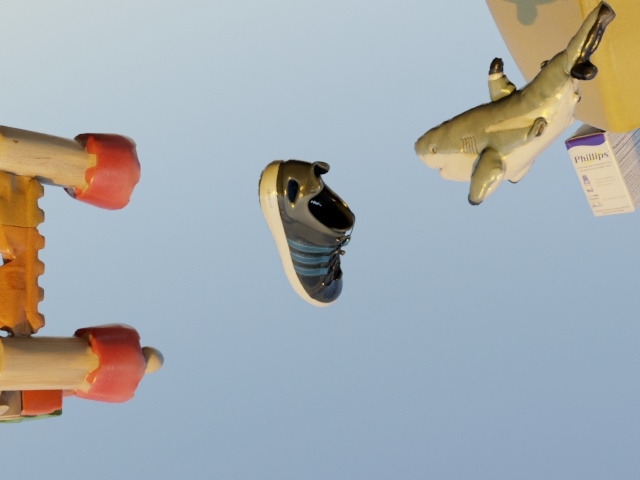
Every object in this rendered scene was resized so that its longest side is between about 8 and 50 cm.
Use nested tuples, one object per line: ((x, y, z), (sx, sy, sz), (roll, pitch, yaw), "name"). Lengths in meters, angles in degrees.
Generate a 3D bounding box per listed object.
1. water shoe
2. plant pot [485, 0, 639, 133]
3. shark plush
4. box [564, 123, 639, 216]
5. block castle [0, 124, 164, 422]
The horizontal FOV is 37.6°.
((0.000, 0.000, 0.997), (0.080, 0.203, 0.073), (-1, -132, 25), "water shoe")
((0.282, -0.219, 0.865), (0.212, 0.187, 0.212), (-21, -156, -11), "plant pot")
((0.125, -0.088, 0.610), (0.073, 0.067, 0.161), (-31, 166, -38), "shark plush")
((0.458, -0.127, 1.460), (0.072, 0.137, 0.126), (-8, -156, 47), "box")
((-0.379, 0.063, 1.105), (0.453, 0.213, 0.303), (-15, -106, 42), "block castle")
